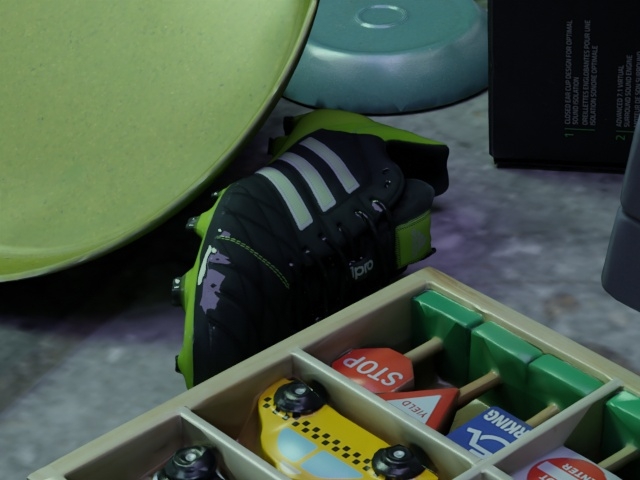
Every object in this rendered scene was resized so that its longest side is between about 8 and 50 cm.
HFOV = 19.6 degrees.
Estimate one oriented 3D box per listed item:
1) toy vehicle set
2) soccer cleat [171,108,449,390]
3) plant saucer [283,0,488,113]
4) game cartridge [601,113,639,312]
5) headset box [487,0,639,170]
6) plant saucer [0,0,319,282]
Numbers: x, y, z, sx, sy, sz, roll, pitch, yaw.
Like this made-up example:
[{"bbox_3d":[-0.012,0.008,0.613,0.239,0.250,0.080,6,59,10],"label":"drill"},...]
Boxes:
[{"bbox_3d":[0.064,0.101,0.514,0.166,0.035,0.267,-27,39,-34],"label":"toy vehicle set"},{"bbox_3d":[0.000,0.000,0.664,0.072,0.060,0.179,8,31,15],"label":"soccer cleat"},{"bbox_3d":[0.028,-0.095,0.849,0.119,0.021,0.119,-2,31,1],"label":"plant saucer"},{"bbox_3d":[0.234,0.017,0.395,0.355,0.230,0.068,30,49,22],"label":"game cartridge"},{"bbox_3d":[0.191,-0.157,0.725,0.283,0.246,0.131,3,33,11],"label":"headset box"},{"bbox_3d":[-0.099,-0.088,0.735,0.241,0.037,0.241,-11,61,22],"label":"plant saucer"}]
